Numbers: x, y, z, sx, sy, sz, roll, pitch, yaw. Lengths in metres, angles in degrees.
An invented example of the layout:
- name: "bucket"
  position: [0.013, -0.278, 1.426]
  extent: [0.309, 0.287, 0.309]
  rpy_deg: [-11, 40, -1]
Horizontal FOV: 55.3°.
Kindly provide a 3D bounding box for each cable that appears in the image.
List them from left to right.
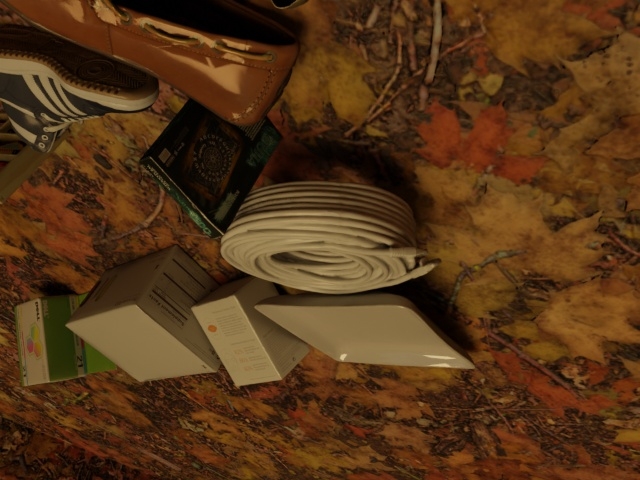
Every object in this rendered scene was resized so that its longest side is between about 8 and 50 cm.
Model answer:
- name: "cable"
  position: [0.000, 0.000, 0.815]
  extent: [0.257, 0.089, 0.257]
  rpy_deg: [13, 160, -18]

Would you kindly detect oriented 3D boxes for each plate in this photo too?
- name: "plate"
  position: [0.078, 0.142, 0.990]
  extent: [0.277, 0.045, 0.278]
  rpy_deg: [-4, 151, 35]

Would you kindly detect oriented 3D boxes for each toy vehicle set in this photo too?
- name: "toy vehicle set"
  position: [-0.546, -0.137, 0.946]
  extent: [0.266, 0.166, 0.035]
  rpy_deg: [7, 139, 21]

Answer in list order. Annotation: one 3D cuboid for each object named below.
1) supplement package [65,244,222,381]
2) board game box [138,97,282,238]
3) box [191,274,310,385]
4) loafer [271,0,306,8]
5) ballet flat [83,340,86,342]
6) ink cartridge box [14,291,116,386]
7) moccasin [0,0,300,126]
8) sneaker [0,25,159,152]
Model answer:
- name: "supplement package"
  position: [-0.316, 0.150, 1.177]
  extent: [0.261, 0.145, 0.204]
  rpy_deg: [-17, 126, 40]
- name: "board game box"
  position: [-0.123, -0.110, 0.736]
  extent: [0.026, 0.186, 0.126]
  rpy_deg: [-13, 128, 38]
- name: "box"
  position: [-0.123, 0.158, 1.083]
  extent: [0.130, 0.091, 0.171]
  rpy_deg: [-18, 103, 42]
- name: "loafer"
  position: [-0.003, -0.275, 0.591]
  extent: [0.056, 0.050, 0.148]
  rpy_deg: [34, 141, -12]
- name: "ballet flat"
  position: [-0.577, 0.223, 1.467]
  extent: [0.086, 0.086, 0.248]
  rpy_deg: [42, 137, -21]
- name: "ink cartridge box"
  position: [-0.563, 0.210, 1.338]
  extent: [0.255, 0.189, 0.097]
  rpy_deg: [-17, 169, 40]
- name: "moccasin"
  position: [-0.202, -0.263, 0.643]
  extent: [0.380, 0.139, 0.147]
  rpy_deg: [31, 135, -4]
- name: "sneaker"
  position: [-0.328, -0.185, 0.827]
  extent: [0.282, 0.099, 0.153]
  rpy_deg: [19, 137, 18]
